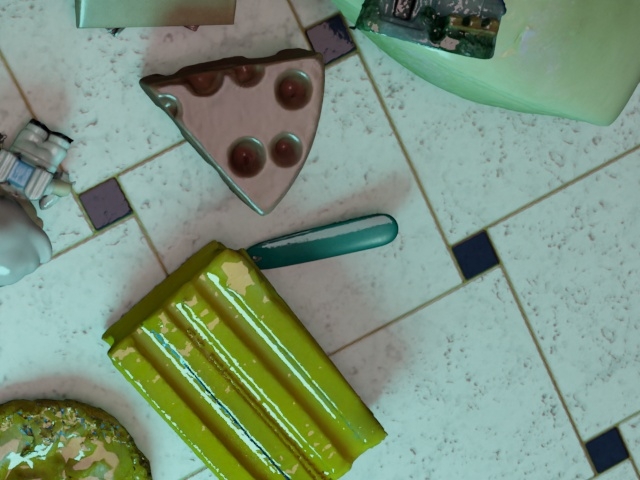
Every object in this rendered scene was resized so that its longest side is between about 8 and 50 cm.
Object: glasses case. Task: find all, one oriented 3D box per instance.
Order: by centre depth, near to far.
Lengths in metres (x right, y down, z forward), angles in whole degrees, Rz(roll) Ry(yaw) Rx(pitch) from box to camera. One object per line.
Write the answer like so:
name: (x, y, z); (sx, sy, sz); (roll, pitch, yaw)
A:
glasses case: (-0.191, -0.285, 1.927); (0.194, 0.070, 0.102); (-4, 131, -15)

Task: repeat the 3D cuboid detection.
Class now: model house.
model house: (0.122, -0.271, 1.710); (0.148, 0.119, 0.148); (13, 101, 9)

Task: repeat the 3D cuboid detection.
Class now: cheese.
cheese: (-0.077, -0.163, 1.948); (0.177, 0.128, 0.203); (-42, 104, -4)

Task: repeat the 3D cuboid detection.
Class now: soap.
soap: (-0.088, 0.176, 2.028); (0.204, 0.096, 0.324); (-40, 108, -2)

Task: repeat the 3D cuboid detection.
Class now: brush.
brush: (0.000, 0.000, 2.050); (0.193, 0.032, 0.043); (-12, 110, 2)

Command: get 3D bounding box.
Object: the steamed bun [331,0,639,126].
steamed bun: (0.212, -0.339, 1.886); (0.456, 0.290, 0.371); (23, 99, -16)

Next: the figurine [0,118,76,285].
figurine: (-0.360, -0.029, 1.915); (0.137, 0.112, 0.229); (30, 84, -13)

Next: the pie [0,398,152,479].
pie: (-0.330, 0.307, 2.014); (0.273, 0.069, 0.273); (-3, 100, -17)
